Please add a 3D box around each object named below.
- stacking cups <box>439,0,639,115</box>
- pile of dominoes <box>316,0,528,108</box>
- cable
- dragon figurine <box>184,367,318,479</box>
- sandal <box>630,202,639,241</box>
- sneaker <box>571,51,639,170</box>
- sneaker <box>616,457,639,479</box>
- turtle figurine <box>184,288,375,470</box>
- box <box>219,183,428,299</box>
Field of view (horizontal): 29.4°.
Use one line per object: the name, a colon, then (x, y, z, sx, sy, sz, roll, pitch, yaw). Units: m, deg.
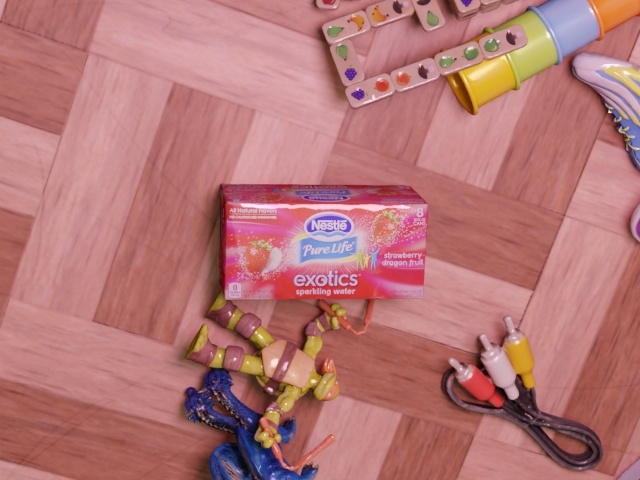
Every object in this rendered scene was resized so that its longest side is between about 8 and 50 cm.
stacking cups: (0.312, -0.267, 1.547, 0.316, 0.096, 0.096, -26, 106, -2)
pile of dominoes: (0.121, -0.294, 1.495, 0.251, 0.040, 0.196, -21, 78, -2)
cable: (0.277, 0.237, 1.680, 0.139, 0.072, 0.287, -36, 106, 8)
dragon figurine: (-0.087, 0.289, 1.578, 0.144, 0.289, 0.085, 15, 130, -39)
sandal: (0.621, -0.011, 1.617, 0.416, 0.102, 0.169, 4, 135, -10)
sneaker: (0.419, -0.155, 1.590, 0.240, 0.091, 0.126, 20, 101, -13)
sneaker: (0.530, 0.310, 1.736, 0.258, 0.094, 0.091, -40, 124, 8)
turtle figurine: (-0.052, 0.147, 1.596, 0.217, 0.087, 0.269, 30, 69, -6)
box: (0.000, 0.000, 1.554, 0.257, 0.122, 0.128, 1, 103, -8)
